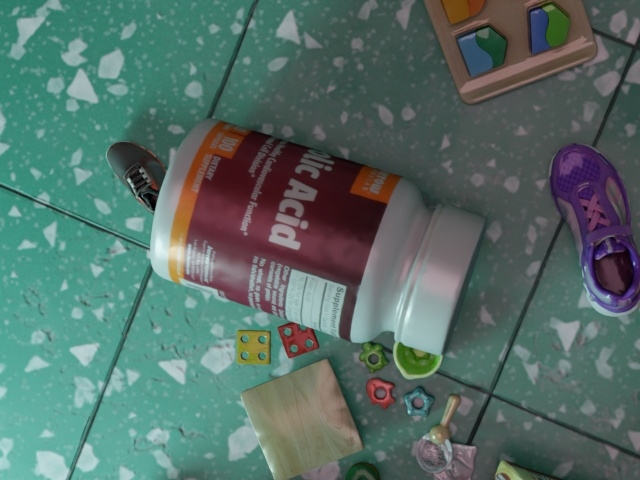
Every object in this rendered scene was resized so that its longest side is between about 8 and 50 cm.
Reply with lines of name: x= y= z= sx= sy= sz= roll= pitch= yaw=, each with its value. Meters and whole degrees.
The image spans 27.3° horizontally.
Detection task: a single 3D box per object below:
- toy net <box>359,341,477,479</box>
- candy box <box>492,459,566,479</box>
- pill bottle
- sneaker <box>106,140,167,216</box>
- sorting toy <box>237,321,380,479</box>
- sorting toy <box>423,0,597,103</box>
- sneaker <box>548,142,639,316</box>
toy net: x=0.134 y=0.235 z=1.776 sx=0.122 sy=0.045 sz=0.232 roll=-19 pitch=89 yaw=9
candy box: x=0.268 y=0.464 z=1.711 sx=0.183 sy=0.087 sz=0.316 roll=20 pitch=96 yaw=-15
pill bottle: x=0.000 y=0.000 z=1.701 sx=0.392 sy=0.224 sz=0.224 roll=18 pitch=94 yaw=8
sneaker: x=-0.238 y=-0.079 z=1.819 sx=0.158 sy=0.065 sz=0.061 roll=44 pitch=98 yaw=5
sorting toy: x=-0.025 y=0.234 z=1.802 sx=0.132 sy=0.046 sz=0.274 roll=-23 pitch=88 yaw=10
sorting toy: x=0.242 y=-0.302 z=1.722 sx=0.193 sy=0.038 sz=0.208 roll=-20 pitch=105 yaw=10
sneaker: x=0.362 y=-0.014 z=1.701 sx=0.095 sy=0.104 sz=0.236 roll=-18 pitch=88 yaw=11
